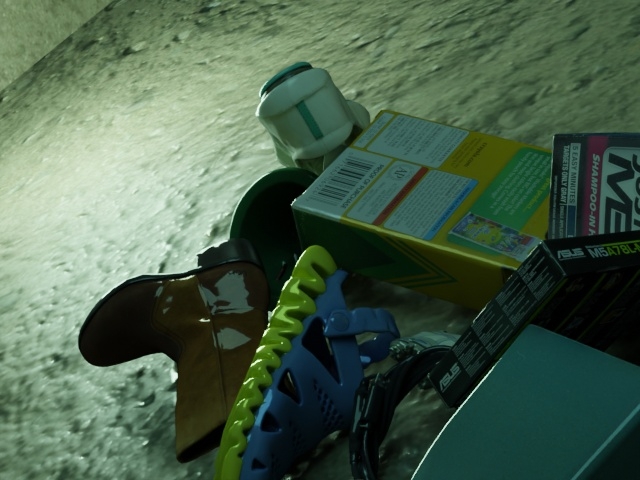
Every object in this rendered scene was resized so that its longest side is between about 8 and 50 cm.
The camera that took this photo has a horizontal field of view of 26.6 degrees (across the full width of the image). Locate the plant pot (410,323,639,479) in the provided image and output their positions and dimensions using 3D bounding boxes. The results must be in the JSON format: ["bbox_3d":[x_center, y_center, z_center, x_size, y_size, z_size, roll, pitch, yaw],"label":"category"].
[{"bbox_3d":[0.169,0.219,1.057,0.234,0.165,0.165,-42,30,-16],"label":"plant pot"}]

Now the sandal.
[{"bbox_3d":[-0.010,0.152,1.380,0.126,0.138,0.317,116,179,-59],"label":"sandal"}]

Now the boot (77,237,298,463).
[{"bbox_3d":[-0.161,0.153,1.570,0.264,0.096,0.280,-22,42,6],"label":"boot"}]

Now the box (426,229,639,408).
[{"bbox_3d":[0.213,0.067,1.199,0.184,0.191,0.045,-4,52,-38],"label":"box"}]

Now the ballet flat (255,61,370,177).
[{"bbox_3d":[0.011,-0.120,1.756,0.139,0.139,0.400,-24,-10,6],"label":"ballet flat"}]

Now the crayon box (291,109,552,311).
[{"bbox_3d":[0.158,-0.030,1.517,0.323,0.083,0.203,17,47,32],"label":"crayon box"}]

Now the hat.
[{"bbox_3d":[0.000,0.000,1.731,0.173,0.183,0.208,-26,68,28],"label":"hat"}]

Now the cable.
[{"bbox_3d":[0.094,0.188,1.265,0.150,0.047,0.184,-13,48,28],"label":"cable"}]

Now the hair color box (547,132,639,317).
[{"bbox_3d":[0.374,-0.010,1.231,0.105,0.174,0.347,-4,7,-42],"label":"hair color box"}]

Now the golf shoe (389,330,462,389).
[{"bbox_3d":[0.153,0.121,1.346,0.086,0.069,0.176,-25,29,-36],"label":"golf shoe"}]
